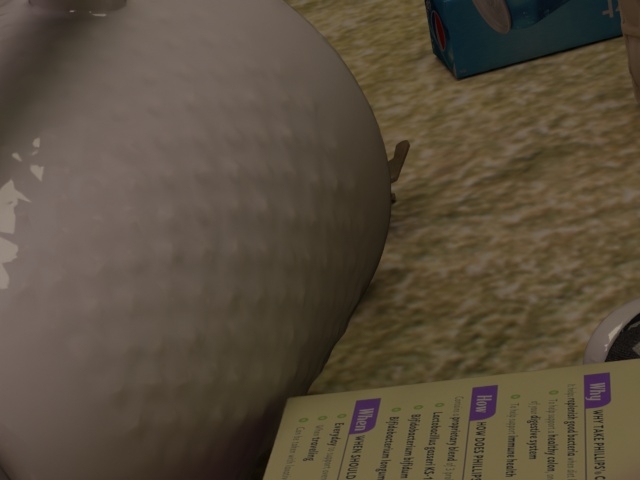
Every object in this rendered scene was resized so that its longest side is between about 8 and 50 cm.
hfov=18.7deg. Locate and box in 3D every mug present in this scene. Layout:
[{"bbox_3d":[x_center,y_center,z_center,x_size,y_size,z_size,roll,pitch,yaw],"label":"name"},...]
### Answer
[{"bbox_3d":[-0.146,-0.004,0.991,0.276,0.374,0.328,6,34,20],"label":"mug"}]

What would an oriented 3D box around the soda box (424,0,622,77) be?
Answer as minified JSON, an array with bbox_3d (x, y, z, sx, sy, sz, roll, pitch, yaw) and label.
[{"bbox_3d":[0.196,-0.202,1.624,0.210,0.071,0.067,-16,26,-8],"label":"soda box"}]

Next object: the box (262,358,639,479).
[{"bbox_3d":[0.096,0.154,0.880,0.243,0.117,0.213,-8,19,10],"label":"box"}]

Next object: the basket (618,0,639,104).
[{"bbox_3d":[0.393,-0.259,1.369,0.266,0.331,0.328,-33,33,-33],"label":"basket"}]

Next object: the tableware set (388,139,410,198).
[{"bbox_3d":[0.000,0.000,1.339,0.128,0.039,0.194,-21,17,17],"label":"tableware set"}]

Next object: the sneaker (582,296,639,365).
[{"bbox_3d":[0.264,0.045,1.110,0.217,0.079,0.121,-36,38,-26],"label":"sneaker"}]
